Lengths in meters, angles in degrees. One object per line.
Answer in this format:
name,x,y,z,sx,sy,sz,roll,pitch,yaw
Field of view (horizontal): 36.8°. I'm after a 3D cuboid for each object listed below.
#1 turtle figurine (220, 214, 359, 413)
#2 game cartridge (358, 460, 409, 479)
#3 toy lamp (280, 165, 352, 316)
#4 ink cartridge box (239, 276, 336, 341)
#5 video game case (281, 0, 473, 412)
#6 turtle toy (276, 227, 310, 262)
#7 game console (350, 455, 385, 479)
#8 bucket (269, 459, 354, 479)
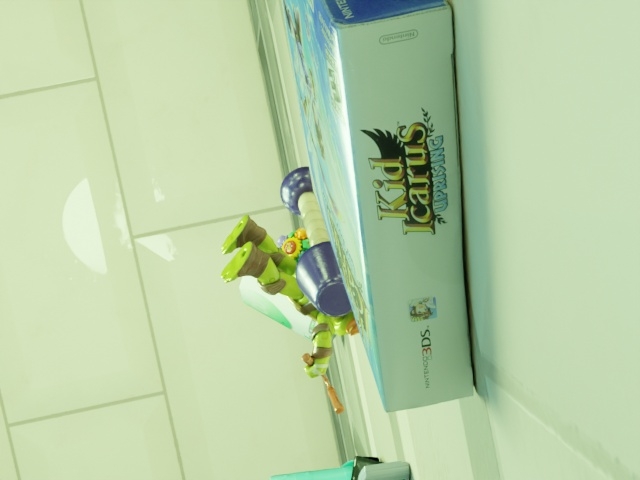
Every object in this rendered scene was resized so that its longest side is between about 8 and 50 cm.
turtle figurine,-0.020,0.070,1.200,0.217,0.087,0.269,35,-146,-25
game cartridge,0.069,0.265,1.056,0.083,0.056,0.017,83,-178,-57
toy lamp,0.000,0.000,1.150,0.274,0.080,0.080,-103,3,-62
ink cartridge box,-0.054,0.097,1.641,0.056,0.181,0.224,-57,-12,-16
video game case,0.026,-0.072,0.610,0.269,0.061,0.244,-107,6,-56
turtle toy,-0.051,0.025,1.695,0.066,0.130,0.095,27,-133,-54
game console,0.076,0.370,1.356,0.107,0.071,0.122,-6,73,58
bucket,0.019,0.551,1.792,0.281,0.183,0.281,168,90,-86
